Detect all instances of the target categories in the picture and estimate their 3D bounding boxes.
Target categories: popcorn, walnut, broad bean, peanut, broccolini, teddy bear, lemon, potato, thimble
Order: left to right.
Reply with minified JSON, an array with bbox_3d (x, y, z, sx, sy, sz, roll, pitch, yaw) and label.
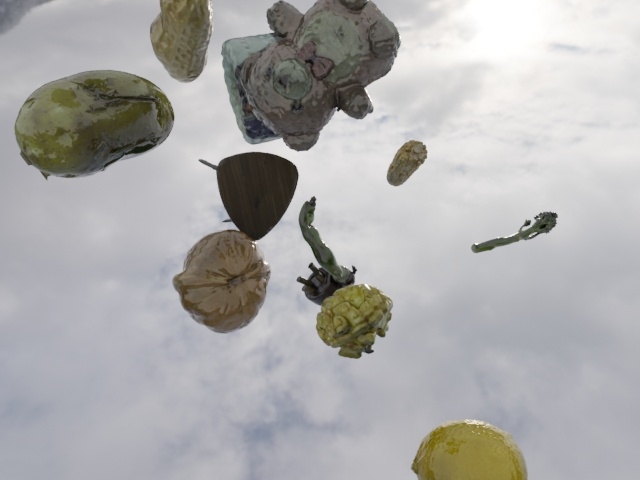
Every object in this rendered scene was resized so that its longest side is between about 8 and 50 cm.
[{"bbox_3d":[-0.354,-0.190,0.792,0.248,0.169,0.143,-27,-97,-43],"label":"potato"},{"bbox_3d":[-0.340,-0.523,1.207,0.152,0.313,0.152,8,-114,-19],"label":"peanut"},{"bbox_3d":[-0.281,0.119,1.414,0.285,0.296,0.285,-8,177,0],"label":"walnut"},{"bbox_3d":[-0.121,-0.322,1.059,0.150,0.237,0.237,-15,-140,-14],"label":"thimble"},{"bbox_3d":[-0.007,0.000,1.107,0.061,0.195,0.046,-17,-177,32],"label":"broad bean"},{"bbox_3d":[-0.003,-0.289,0.802,0.267,0.236,0.151,-36,179,0],"label":"teddy bear"},{"bbox_3d":[0.097,0.215,1.317,0.218,0.189,0.169,-22,-142,2],"label":"popcorn"},{"bbox_3d":[0.262,0.408,0.864,0.203,0.178,0.178,2,-137,2],"label":"lemon"},{"bbox_3d":[0.640,-0.031,1.620,0.392,0.078,0.074,-12,-165,-27],"label":"broccolini"}]

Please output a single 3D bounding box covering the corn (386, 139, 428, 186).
[{"bbox_3d":[0.259,-0.234,1.509,0.087,0.288,0.086,1,-101,-5],"label":"corn"}]

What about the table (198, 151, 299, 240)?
[{"bbox_3d":[-0.267,-0.198,1.772,0.317,0.317,0.249,-38,-149,-24],"label":"table"}]

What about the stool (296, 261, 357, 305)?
[{"bbox_3d":[0.020,0.135,1.619,0.217,0.121,0.125,-28,-142,29],"label":"stool"}]
